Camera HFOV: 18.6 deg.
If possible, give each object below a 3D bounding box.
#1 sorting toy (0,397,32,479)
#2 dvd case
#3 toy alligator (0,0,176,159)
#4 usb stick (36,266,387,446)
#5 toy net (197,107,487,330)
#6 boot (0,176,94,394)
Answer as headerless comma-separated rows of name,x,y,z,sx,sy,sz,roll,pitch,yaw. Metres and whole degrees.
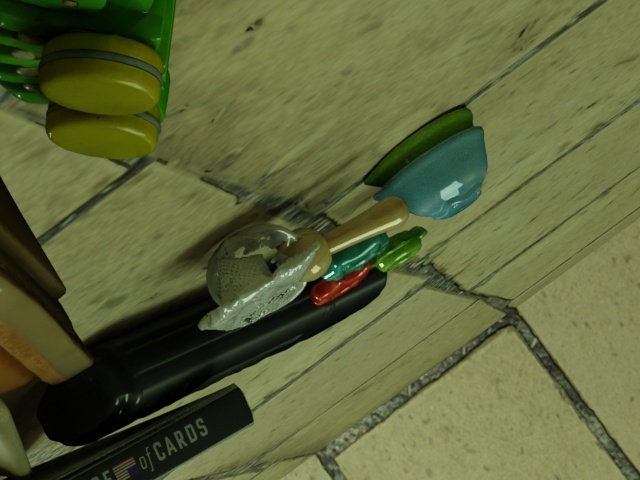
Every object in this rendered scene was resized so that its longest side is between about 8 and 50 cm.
sorting toy,-0.234,0.118,0.797,0.229,0.041,0.307,-29,170,-12
dvd case,-0.170,0.149,1.050,0.238,0.030,0.179,-25,-179,44
toy alligator,-0.059,-0.063,0.451,0.051,0.056,0.190,6,165,-4
usb stick,-0.053,0.053,1.103,0.077,0.045,0.278,-33,174,34
toy net,0.000,0.000,1.038,0.232,0.045,0.122,-24,167,-47
boot,-0.170,0.034,0.324,0.220,0.109,0.283,-38,169,7
